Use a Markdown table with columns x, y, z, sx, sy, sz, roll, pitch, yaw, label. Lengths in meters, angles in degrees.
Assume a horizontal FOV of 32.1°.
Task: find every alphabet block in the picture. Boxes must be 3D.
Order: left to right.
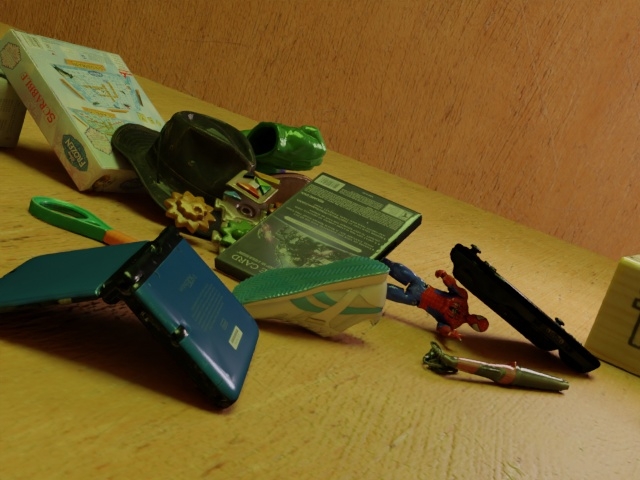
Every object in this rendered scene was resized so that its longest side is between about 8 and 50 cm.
| x | y | z | sx | sy | sz | roll | pitch | yaw | label |
| --- | --- | --- | --- | --- | --- | --- | --- | --- | --- |
| 0.625 | 0.149 | 2.041 | 0.197 | 0.193 | 0.192 | 24 | 10 | 24 | alphabet block |

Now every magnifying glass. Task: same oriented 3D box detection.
| x | y | z | sx | sy | sz | roll | pitch | yaw | label |
| --- | --- | --- | --- | --- | --- | --- | --- | --- | --- |
| -0.322 | -0.016 | 1.598 | 0.231 | 0.026 | 0.092 | 25 | 11 | 23 | magnifying glass |

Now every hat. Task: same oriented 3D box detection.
| x | y | z | sx | sy | sz | roll | pitch | yaw | label |
| --- | --- | --- | --- | --- | --- | --- | --- | --- | --- |
| -0.194 | -0.140 | 1.950 | 0.331 | 0.134 | 0.331 | 34 | 19 | -13 | hat |

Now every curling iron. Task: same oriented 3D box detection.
| x | y | z | sx | sy | sz | roll | pitch | yaw | label |
| --- | --- | --- | --- | --- | --- | --- | --- | --- | --- |
| 0.259 | 0.185 | 1.598 | 0.274 | 0.035 | 0.068 | 13 | 12 | -30 | curling iron |

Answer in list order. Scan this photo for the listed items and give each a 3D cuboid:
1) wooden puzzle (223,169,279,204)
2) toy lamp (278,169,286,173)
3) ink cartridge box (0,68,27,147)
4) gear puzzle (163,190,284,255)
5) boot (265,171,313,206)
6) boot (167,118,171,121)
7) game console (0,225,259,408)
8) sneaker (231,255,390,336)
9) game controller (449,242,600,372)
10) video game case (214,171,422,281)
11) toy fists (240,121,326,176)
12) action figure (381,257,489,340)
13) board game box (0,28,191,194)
| x | y | z | sx | sy | sz | roll | pitch | yaw | label |
| --- | --- | --- | --- | --- | --- | --- | --- | --- | --- |
| -0.113 | -0.091 | 1.847 | 0.079 | 0.014 | 0.116 | 25 | 31 | 3 | wooden puzzle |
| -0.201 | -0.177 | 2.527 | 0.275 | 0.080 | 0.080 | 13 | 12 | -37 | toy lamp |
| -0.686 | -0.277 | 1.987 | 0.310 | 0.130 | 0.272 | 24 | 11 | 19 | ink cartridge box |
| -0.090 | -0.024 | 1.810 | 0.339 | 0.044 | 0.175 | 17 | 41 | -16 | gear puzzle |
| -0.014 | -0.049 | 2.160 | 0.305 | 0.112 | 0.115 | 14 | 23 | -34 | boot |
| -0.368 | -0.284 | 2.851 | 0.086 | 0.069 | 0.190 | 16 | 0 | 20 | boot |
| -0.217 | 0.090 | 1.225 | 0.250 | 0.173 | 0.293 | 50 | 8 | -7 | game console |
| -0.012 | 0.086 | 1.491 | 0.229 | 0.092 | 0.087 | -6 | 23 | -23 | sneaker |
| 0.336 | 0.113 | 1.806 | 0.319 | 0.067 | 0.166 | 37 | -4 | -37 | game controller |
| 0.000 | 0.000 | 1.700 | 0.196 | 0.026 | 0.274 | 25 | 47 | 28 | video game case |
| -0.107 | -0.180 | 2.184 | 0.142 | 0.096 | 0.279 | 14 | -13 | -41 | toy fists |
| 0.142 | 0.075 | 1.722 | 0.280 | 0.091 | 0.139 | 26 | -6 | -4 | action figure |
| -0.400 | -0.224 | 2.021 | 0.318 | 0.066 | 0.319 | 55 | 21 | 16 | board game box |
